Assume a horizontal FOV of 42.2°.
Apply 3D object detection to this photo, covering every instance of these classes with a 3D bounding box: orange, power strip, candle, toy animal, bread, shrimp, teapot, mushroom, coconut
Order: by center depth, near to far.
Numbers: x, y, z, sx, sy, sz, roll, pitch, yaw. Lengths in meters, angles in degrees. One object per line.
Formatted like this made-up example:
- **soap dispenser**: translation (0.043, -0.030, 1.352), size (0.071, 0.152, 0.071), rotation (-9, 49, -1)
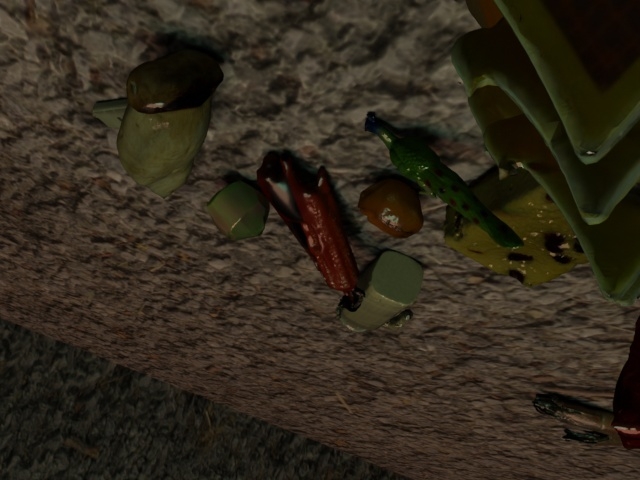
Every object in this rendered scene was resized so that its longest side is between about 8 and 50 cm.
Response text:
- **bread**: translation (0.256, -0.041, 0.823), size (0.138, 0.077, 0.361), rotation (25, 157, -10)
- **toy animal**: translation (0.129, -0.055, 0.867), size (0.217, 0.041, 0.075), rotation (45, 180, 21)
- **mushroom**: translation (-0.186, -0.117, 0.971), size (0.087, 0.107, 0.333), rotation (64, 157, 7)
- **orange**: translation (0.089, -0.039, 0.985), size (0.086, 0.062, 0.086), rotation (37, 180, 0)
- **power strip**: translation (-0.246, -0.158, 1.036), size (0.090, 0.016, 0.040), rotation (1, 151, 36)
- **candle**: translation (0.000, 0.000, 1.100), size (0.084, 0.059, 0.302), rotation (-2, 137, 23)
- **coconut**: translation (-0.108, -0.038, 1.128), size (0.081, 0.082, 0.083), rotation (43, 115, 6)
- **teapot**: translation (0.099, 0.090, 1.257), size (0.107, 0.077, 0.200), rotation (23, 157, -7)
- **shrimp**: translation (0.491, 0.345, 1.581), size (0.219, 0.046, 0.152), rotation (21, 155, -5)

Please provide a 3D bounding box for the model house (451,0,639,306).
- **model house**: translation (0.224, -0.111, 0.388), size (0.357, 0.313, 0.242), rotation (6, 157, 26)

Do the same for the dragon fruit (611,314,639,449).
- **dragon fruit**: translation (0.429, 0.081, 0.915), size (0.302, 0.240, 0.330), rotation (-15, 173, 9)
